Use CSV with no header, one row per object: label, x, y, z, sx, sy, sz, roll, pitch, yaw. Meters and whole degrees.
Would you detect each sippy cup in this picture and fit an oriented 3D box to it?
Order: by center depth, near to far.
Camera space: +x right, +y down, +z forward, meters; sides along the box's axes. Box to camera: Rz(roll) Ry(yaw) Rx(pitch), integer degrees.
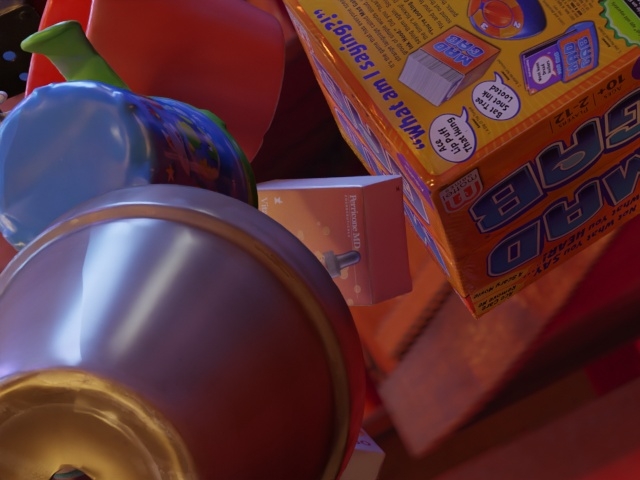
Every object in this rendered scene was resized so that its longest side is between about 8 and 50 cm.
sippy cup,-0.196,-0.044,1.564,0.305,0.240,0.224,33,179,16

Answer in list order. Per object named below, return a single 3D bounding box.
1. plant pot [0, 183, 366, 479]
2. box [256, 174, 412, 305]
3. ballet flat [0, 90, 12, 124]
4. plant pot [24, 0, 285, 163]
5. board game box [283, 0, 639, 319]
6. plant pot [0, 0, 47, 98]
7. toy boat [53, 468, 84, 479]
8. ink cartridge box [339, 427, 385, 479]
plant pot,-0.146,0.140,1.269,0.280,0.323,0.323,-49,-62,-73
box,0.000,0.000,1.807,0.170,0.091,0.130,-2,97,32
ballet flat,-0.340,-0.135,1.784,0.114,0.041,0.041,51,164,-11
plant pot,-0.187,-0.198,1.932,0.275,0.243,0.275,-167,90,-68
board game box,0.224,-0.193,2.152,0.356,0.356,0.356,55,176,30
plant pot,-0.397,-0.289,2.149,0.187,0.188,0.167,59,-166,-47
toy boat,-0.398,0.247,2.174,0.267,0.318,0.148,41,151,45
ink cartridge box,-0.036,0.230,1.737,0.176,0.128,0.127,42,117,59
